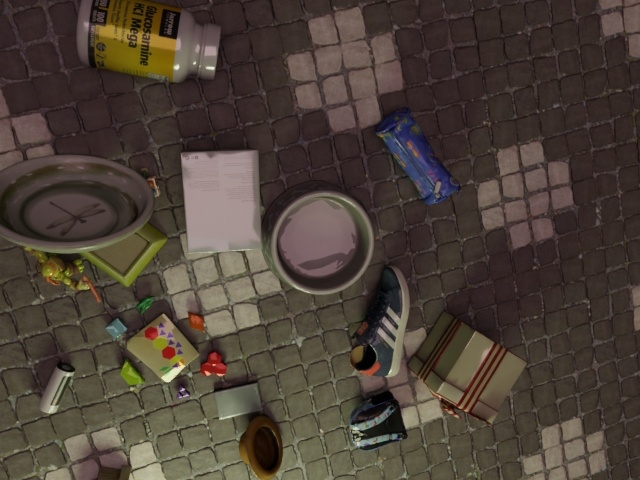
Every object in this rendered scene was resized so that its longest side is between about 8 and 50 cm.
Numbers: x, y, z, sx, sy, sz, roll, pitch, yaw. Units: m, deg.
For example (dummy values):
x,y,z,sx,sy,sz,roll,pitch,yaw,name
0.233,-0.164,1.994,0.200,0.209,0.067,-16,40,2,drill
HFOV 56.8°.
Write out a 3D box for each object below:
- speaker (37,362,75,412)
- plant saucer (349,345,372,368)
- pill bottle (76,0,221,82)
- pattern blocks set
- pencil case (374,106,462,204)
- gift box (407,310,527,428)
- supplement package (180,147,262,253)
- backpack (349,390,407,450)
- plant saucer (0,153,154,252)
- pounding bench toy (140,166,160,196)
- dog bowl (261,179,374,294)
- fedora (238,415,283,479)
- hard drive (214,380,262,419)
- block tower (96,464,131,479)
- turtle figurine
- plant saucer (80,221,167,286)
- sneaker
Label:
x,y,z,sx,sy,sz,roll,pitch,yaw,name
-0.753,0.421,1.688,0.055,0.055,0.136,25,94,-15,speaker
0.131,0.371,1.885,0.083,0.015,0.084,-2,100,-12,plant saucer
-0.429,-0.509,1.507,0.333,0.188,0.188,7,99,-13,pill bottle
-0.459,0.320,1.744,0.285,0.026,0.325,-30,105,-5,pattern blocks set
0.287,-0.240,1.741,0.119,0.133,0.306,-32,106,21,pencil case
0.462,0.414,1.841,0.276,0.255,0.258,33,91,-12,gift box
-0.271,-0.115,1.611,0.199,0.198,0.263,-4,101,-12,supplement package
0.171,0.575,1.880,0.173,0.117,0.158,-19,104,-8,backpack
-0.622,-0.075,1.478,0.400,0.401,0.101,5,127,-13,plant saucer
-0.479,-0.159,1.628,0.052,0.065,0.083,-16,103,-8,pounding bench toy
0.000,0.000,1.742,0.348,0.102,0.349,-2,100,-12,dog bowl
-0.193,0.638,1.818,0.079,0.194,0.194,-16,107,30,fedora
-0.253,0.492,1.823,0.135,0.022,0.094,-11,103,-10,hard drive
-0.655,0.843,1.771,0.097,0.091,0.336,16,97,-15,block tower
-0.682,0.074,1.548,0.269,0.217,0.087,39,87,-12,turtle figurine
-0.559,0.011,1.654,0.188,0.045,0.188,39,91,-16,plant saucer
0.173,0.249,1.802,0.148,0.131,0.350,2,96,-19,sneaker
